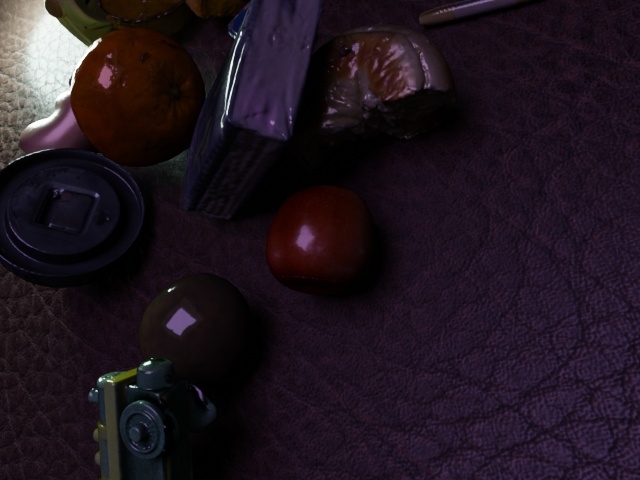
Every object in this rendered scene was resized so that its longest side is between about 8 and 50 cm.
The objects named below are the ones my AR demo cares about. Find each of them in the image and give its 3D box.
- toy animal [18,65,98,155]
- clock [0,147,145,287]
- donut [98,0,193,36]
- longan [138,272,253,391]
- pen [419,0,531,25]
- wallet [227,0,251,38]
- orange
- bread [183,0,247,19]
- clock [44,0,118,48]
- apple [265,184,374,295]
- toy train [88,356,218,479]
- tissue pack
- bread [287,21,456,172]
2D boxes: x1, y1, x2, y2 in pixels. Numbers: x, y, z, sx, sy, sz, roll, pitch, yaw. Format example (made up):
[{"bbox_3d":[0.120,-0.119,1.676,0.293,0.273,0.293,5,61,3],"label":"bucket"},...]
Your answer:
[{"bbox_3d":[-0.566,-0.247,1.566,0.256,0.195,0.213,-47,19,2],"label":"toy animal"},{"bbox_3d":[-0.528,-0.050,1.387,0.318,0.066,0.319,7,56,-11],"label":"clock"},{"bbox_3d":[-0.419,-0.600,1.642,0.272,0.107,0.272,-2,61,3],"label":"donut"},{"bbox_3d":[-0.213,0.158,1.128,0.212,0.198,0.198,-14,61,28],"label":"longan"},{"bbox_3d":[0.285,-0.416,1.176,0.233,0.032,0.040,-4,42,30],"label":"pen"},{"bbox_3d":[-0.110,-0.445,1.429,0.141,0.059,0.202,-46,52,9],"label":"wallet"},{"bbox_3d":[-0.375,-0.294,1.388,0.226,0.284,0.284,6,72,35],"label":"orange"},{"bbox_3d":[-0.253,-0.647,1.529,0.160,0.147,0.261,-3,60,-15],"label":"bread"},{"bbox_3d":[-0.593,-0.640,1.680,0.096,0.308,0.235,3,71,35],"label":"clock"},{"bbox_3d":[0.000,0.000,1.064,0.181,0.181,0.169,-3,76,32],"label":"apple"},{"bbox_3d":[-0.279,0.352,1.029,0.237,0.150,0.369,4,98,29],"label":"toy train"},{"bbox_3d":[-0.133,-0.229,1.172,0.394,0.124,0.288,142,142,-63],"label":"tissue pack"},{"bbox_3d":[0.072,-0.257,1.139,0.314,0.171,0.192,-23,70,30],"label":"bread"}]
